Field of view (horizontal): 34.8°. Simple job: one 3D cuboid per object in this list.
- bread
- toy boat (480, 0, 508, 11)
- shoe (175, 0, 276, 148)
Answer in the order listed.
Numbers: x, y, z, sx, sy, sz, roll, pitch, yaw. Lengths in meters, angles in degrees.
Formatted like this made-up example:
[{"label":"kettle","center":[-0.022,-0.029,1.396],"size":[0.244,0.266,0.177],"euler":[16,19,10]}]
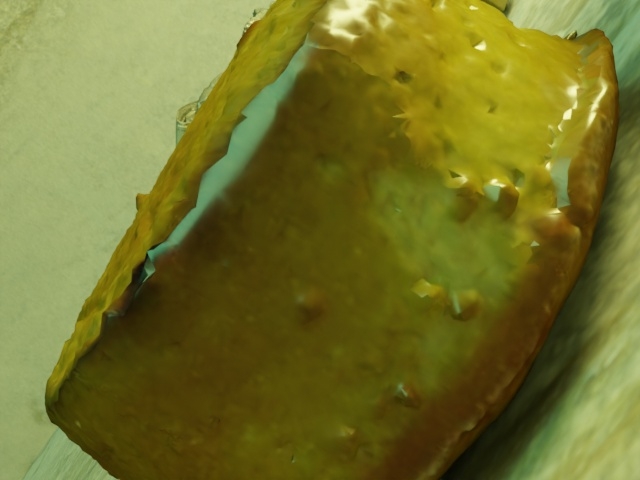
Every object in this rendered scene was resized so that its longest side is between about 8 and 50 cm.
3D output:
[{"label":"bread","center":[0.002,-0.003,0.582],"size":[0.358,0.204,0.337],"euler":[-55,16,0]},{"label":"toy boat","center":[0.133,-0.236,1.016],"size":[0.088,0.068,0.226],"euler":[-61,14,6]},{"label":"shoe","center":[-0.072,-0.089,1.121],"size":[0.351,0.198,0.172],"euler":[-53,10,13]}]
